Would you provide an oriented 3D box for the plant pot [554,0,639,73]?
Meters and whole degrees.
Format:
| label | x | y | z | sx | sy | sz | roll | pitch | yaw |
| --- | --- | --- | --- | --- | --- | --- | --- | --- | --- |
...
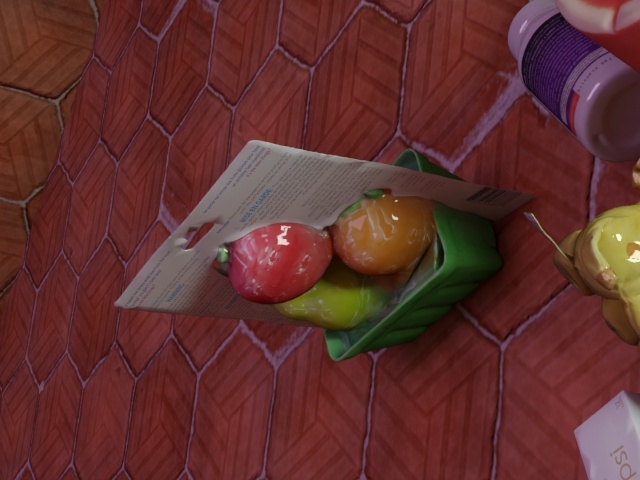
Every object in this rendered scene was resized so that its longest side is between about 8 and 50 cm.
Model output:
| label | x | y | z | sx | sy | sz | roll | pitch | yaw |
| --- | --- | --- | --- | --- | --- | --- | --- | --- | --- |
| plant pot | 0.333 | -0.222 | 1.062 | 0.275 | 0.243 | 0.275 | -36 | 47 | 51 |

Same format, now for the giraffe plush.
| label | x | y | z | sx | sy | sz | roll | pitch | yaw |
| --- | --- | --- | --- | --- | --- | --- | --- | --- | --- |
| giraffe plush | 0.297 | -0.008 | 1.141 | 0.170 | 0.210 | 0.181 | -43 | 29 | 1 |

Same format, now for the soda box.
| label | x | y | z | sx | sy | sz | roll | pitch | yaw |
| --- | --- | --- | --- | --- | --- | --- | --- | --- | --- |
| soda box | 0.286 | 0.237 | 1.126 | 0.074 | 0.069 | 0.216 | -51 | 38 | 39 |

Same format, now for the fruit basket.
| label | x | y | z | sx | sy | sz | roll | pitch | yaw |
| --- | --- | --- | --- | --- | --- | --- | --- | --- | --- |
| fruit basket | 0.000 | 0.000 | 1.455 | 0.327 | 0.353 | 0.165 | -46 | 41 | 44 |

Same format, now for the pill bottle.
| label | x | y | z | sx | sy | sz | roll | pitch | yaw |
| --- | --- | --- | --- | --- | --- | --- | --- | --- | --- |
| pill bottle | 0.259 | -0.166 | 1.314 | 0.108 | 0.108 | 0.193 | -64 | 31 | 22 |
